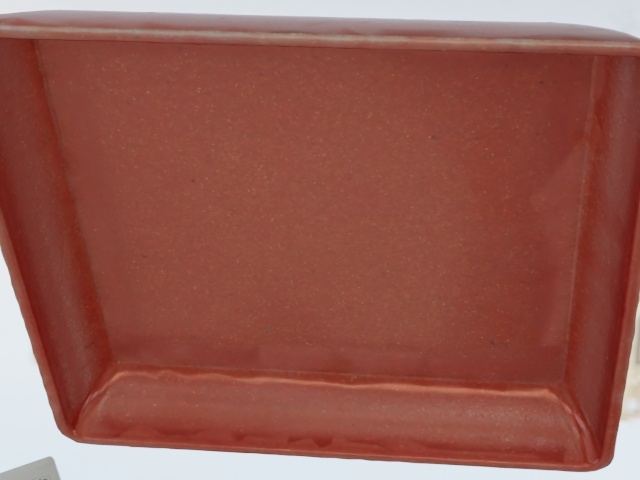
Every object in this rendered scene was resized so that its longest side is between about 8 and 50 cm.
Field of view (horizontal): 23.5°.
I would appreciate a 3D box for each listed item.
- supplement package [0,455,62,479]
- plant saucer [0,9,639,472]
[{"bbox_3d":[-0.211,0.297,1.038,0.149,0.194,0.203,-17,-145,-14],"label":"supplement package"},{"bbox_3d":[0.000,0.000,0.635,0.259,0.258,0.048,2,-132,6],"label":"plant saucer"}]
